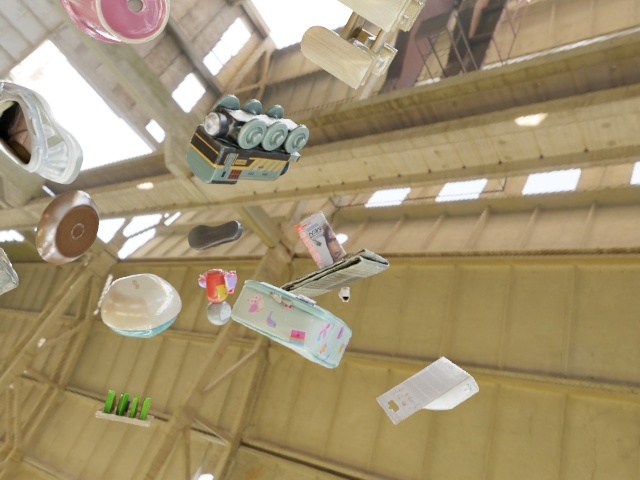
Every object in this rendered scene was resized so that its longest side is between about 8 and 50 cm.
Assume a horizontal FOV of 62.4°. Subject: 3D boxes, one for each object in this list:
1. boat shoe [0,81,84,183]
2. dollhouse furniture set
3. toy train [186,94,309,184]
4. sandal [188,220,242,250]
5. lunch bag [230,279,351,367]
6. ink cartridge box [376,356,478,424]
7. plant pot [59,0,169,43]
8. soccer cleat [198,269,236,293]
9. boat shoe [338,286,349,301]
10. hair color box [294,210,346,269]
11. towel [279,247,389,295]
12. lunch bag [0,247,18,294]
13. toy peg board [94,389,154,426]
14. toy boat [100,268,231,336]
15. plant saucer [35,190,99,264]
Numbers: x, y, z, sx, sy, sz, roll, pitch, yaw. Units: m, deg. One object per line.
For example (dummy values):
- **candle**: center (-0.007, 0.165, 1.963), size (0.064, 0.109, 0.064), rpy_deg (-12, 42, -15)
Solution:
- **boat shoe**: center (-0.585, -0.221, 1.024), size (0.320, 0.103, 0.118), rpy_deg (42, -75, 24)
- **dollhouse furniture set**: center (0.055, -0.349, 0.694), size (0.242, 0.161, 0.212), rpy_deg (-58, 178, 27)
- **toy train**: center (-0.166, -0.226, 1.262), size (0.142, 0.334, 0.190), rpy_deg (42, -66, 21)
- **sandal**: center (-0.387, -0.011, 1.946), size (0.254, 0.054, 0.097), rpy_deg (-6, -111, 30)
- **lunch bag**: center (-0.061, 0.177, 1.149), size (0.224, 0.279, 0.108), rpy_deg (23, -102, 23)
- **ink cartridge box**: center (0.272, 0.400, 1.370), size (0.224, 0.056, 0.181), rpy_deg (-32, -172, -6)
- **plant pot**: center (-0.371, -0.455, 0.980), size (0.201, 0.201, 0.180), rpy_deg (-40, -133, -3)
- **soccer cleat**: center (-0.376, 0.163, 1.965), size (0.083, 0.095, 0.248), rpy_deg (-1, -179, 13)
- **boat shoe**: center (0.076, 0.173, 1.637), size (0.035, 0.100, 0.035), rpy_deg (1, -110, -3)
- **hair color box**: center (0.000, 0.000, 1.723), size (0.093, 0.167, 0.053), rpy_deg (-34, -174, -30)
- **towel**: center (0.049, 0.114, 1.757), size (0.312, 0.324, 0.056), rpy_deg (-23, -104, 18)
- **lunch bag**: center (-0.946, 0.041, 1.285), size (0.256, 0.305, 0.212), rpy_deg (-35, -128, -23)
- **toy peg board**: center (-0.596, 0.515, 1.644), size (0.160, 0.161, 0.079), rpy_deg (140, -36, -72)
- **toy boat**: center (-0.387, 0.171, 1.345), size (0.318, 0.148, 0.267), rpy_deg (-9, -163, -21)
- **plant saucer**: center (-0.629, -0.028, 1.345), size (0.036, 0.198, 0.199), rpy_deg (20, -120, 18)
